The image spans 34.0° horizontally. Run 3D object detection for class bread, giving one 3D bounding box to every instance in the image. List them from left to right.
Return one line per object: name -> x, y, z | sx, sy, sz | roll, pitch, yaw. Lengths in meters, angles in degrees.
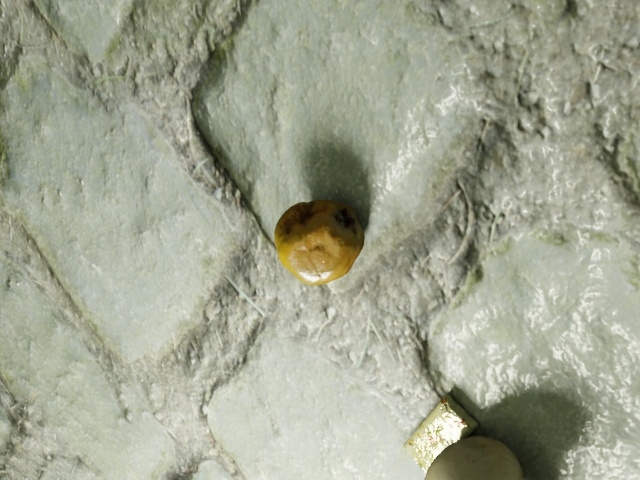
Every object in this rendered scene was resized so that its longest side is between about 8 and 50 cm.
bread -> 0.181, 0.299, 1.603 | 0.068, 0.028, 0.153 | 44, 136, 14

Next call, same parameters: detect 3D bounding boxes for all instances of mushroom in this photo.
mushroom -> 0.239, 0.383, 1.492 | 0.209, 0.206, 0.206 | 4, 117, 12

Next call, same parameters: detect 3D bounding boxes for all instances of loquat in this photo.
loquat -> 0.000, 0.000, 1.554 | 0.137, 0.113, 0.137 | 1, 92, 31
